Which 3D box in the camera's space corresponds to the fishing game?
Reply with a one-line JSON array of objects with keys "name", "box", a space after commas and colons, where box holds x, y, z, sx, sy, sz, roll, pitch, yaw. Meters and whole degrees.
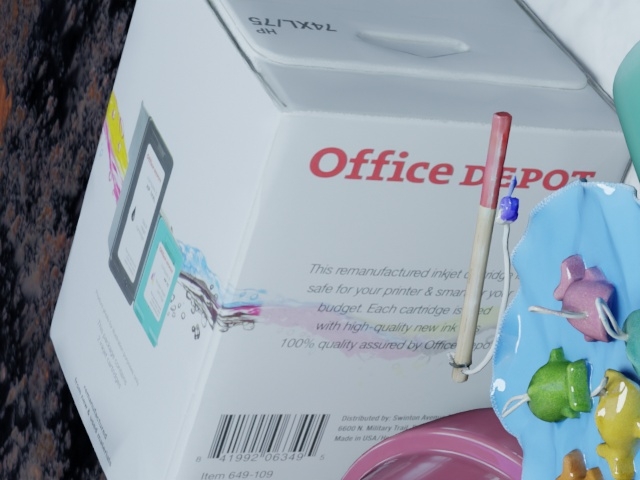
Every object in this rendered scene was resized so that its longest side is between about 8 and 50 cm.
[{"name": "fishing game", "box": [0.103, 0.069, 0.767, 0.264, 0.041, 0.189, -125, 35, -53]}]

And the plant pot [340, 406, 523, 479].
[{"name": "plant pot", "box": [0.041, 0.191, 0.902, 0.201, 0.180, 0.201, 13, 109, 44]}]

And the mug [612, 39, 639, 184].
[{"name": "mug", "box": [0.191, -0.040, 0.734, 0.158, 0.129, 0.097, -46, 52, 53]}]

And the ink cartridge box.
[{"name": "ink cartridge box", "box": [0.000, 0.000, 1.036, 0.197, 0.198, 0.270, 58, 138, 48]}]
